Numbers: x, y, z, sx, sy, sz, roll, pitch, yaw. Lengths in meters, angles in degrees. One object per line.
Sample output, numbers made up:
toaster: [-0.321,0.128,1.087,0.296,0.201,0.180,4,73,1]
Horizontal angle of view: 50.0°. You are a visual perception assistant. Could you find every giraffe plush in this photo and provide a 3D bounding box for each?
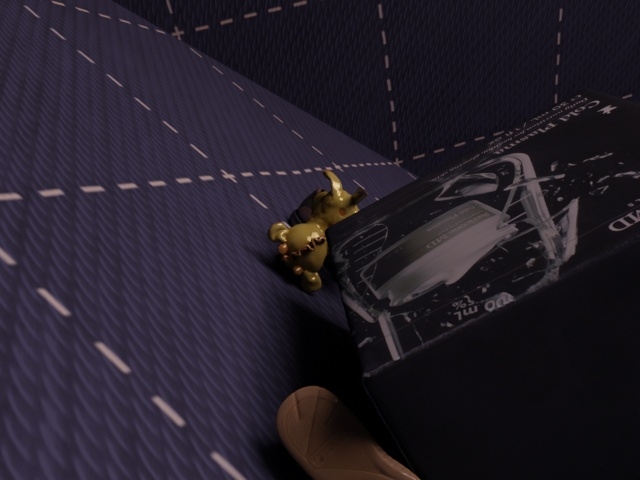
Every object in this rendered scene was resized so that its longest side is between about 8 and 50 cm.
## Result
giraffe plush: [0.000,0.000,1.223,0.181,0.170,0.210,44,-18,18]

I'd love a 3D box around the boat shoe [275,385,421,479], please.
boat shoe: [0.060,0.279,0.724,0.285,0.103,0.092,45,-10,26]

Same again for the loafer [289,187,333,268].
loafer: [0.060,0.013,1.377,0.302,0.095,0.109,44,20,24]

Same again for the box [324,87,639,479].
box: [0.291,0.062,0.911,0.297,0.480,0.472,59,6,-21]
